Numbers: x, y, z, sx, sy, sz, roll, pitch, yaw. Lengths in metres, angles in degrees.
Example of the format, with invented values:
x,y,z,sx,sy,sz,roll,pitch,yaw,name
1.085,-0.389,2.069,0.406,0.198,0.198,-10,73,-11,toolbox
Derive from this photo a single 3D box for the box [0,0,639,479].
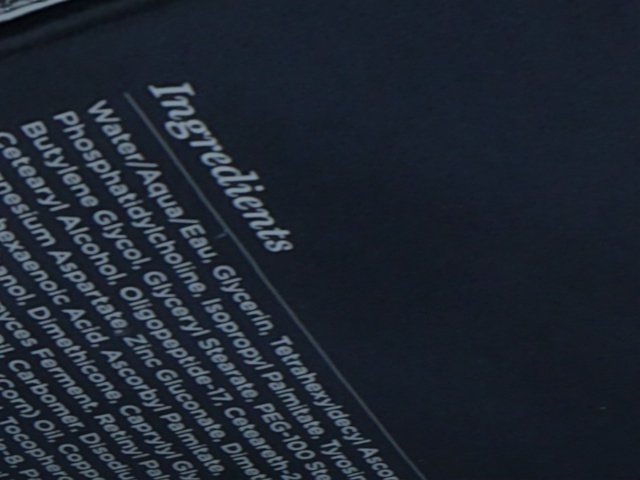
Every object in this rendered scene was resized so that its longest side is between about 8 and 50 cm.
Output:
x,y,z,sx,sy,sz,roll,pitch,yaw,name
-0.056,-0.142,0.765,0.297,0.472,0.480,53,31,-41,box
